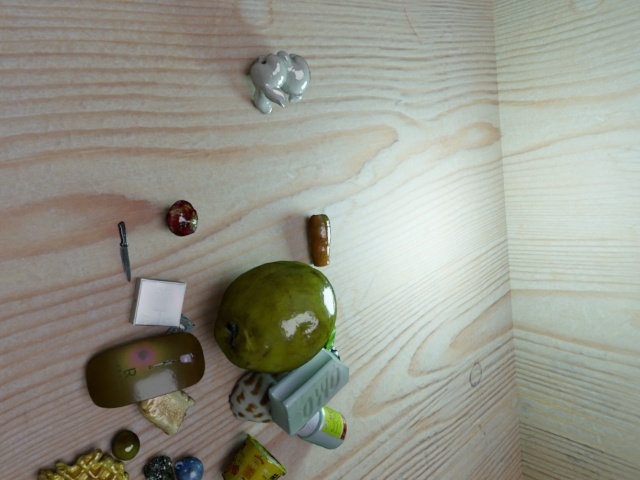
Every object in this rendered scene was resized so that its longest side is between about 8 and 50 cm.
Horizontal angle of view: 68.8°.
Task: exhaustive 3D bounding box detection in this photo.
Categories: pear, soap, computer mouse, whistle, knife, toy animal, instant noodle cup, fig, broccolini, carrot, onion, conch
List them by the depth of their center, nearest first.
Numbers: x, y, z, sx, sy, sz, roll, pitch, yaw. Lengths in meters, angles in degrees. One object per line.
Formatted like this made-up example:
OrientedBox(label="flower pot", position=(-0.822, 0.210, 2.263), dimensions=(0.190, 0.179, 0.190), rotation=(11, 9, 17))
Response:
OrientedBox(label="computer mouse", position=(-0.469, 0.351, 1.282), dimensions=(0.310, 0.072, 0.158), rotation=(-8, 76, -31))
OrientedBox(label="knife", position=(-0.537, 0.032, 1.285), dimensions=(0.023, 0.010, 0.170), rotation=(-13, 104, -40))
OrientedBox(label="fig", position=(-0.537, 0.575, 1.296), dimensions=(0.074, 0.074, 0.088), rotation=(-29, 131, -36))
OrientedBox(label="onion", position=(-0.401, -0.062, 1.347), dimensions=(0.107, 0.097, 0.107), rotation=(-1, 90, -80))
OrientedBox(label="broccolini", position=(-0.449, 0.724, 1.389), dimensions=(0.091, 0.068, 0.203), rotation=(-54, 128, -48))
OrientedBox(label="whistle", position=(-0.388, 0.715, 1.429), dimensions=(0.090, 0.090, 0.158), rotation=(-54, 125, -24))
OrientedBox(label="pear", position=(-0.127, 0.235, 1.446), dimensions=(0.413, 0.351, 0.352), rotation=(-34, 115, -42))
OrientedBox(label="soap", position=(-0.030, 0.466, 1.491), dimensions=(0.289, 0.095, 0.173), rotation=(-33, 135, -37))
OrientedBox(label="toy animal", position=(-0.131, -0.519, 1.519), dimensions=(0.193, 0.127, 0.179), rotation=(-33, 116, -37))
OrientedBox(label="instant noodle cup", position=(-0.222, 0.753, 1.527), dimensions=(0.144, 0.182, 0.182), rotation=(-47, 122, -18))
OrientedBox(label="conch", position=(-0.157, 0.510, 1.570), dimensions=(0.275, 0.148, 0.183), rotation=(-43, 124, -28))
OrientedBox(label="carrot", position=(0.000, 0.000, 1.708), dimensions=(0.087, 0.087, 0.194), rotation=(-10, 99, -40))

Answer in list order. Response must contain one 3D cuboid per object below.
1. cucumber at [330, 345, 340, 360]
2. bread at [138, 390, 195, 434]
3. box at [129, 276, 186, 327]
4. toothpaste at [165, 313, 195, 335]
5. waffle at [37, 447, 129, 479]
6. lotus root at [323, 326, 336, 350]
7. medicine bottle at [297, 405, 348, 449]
OrientedBox(label="cucumber", position=(0.006, 0.442, 1.761), dimensions=(0.192, 0.085, 0.116), rotation=(15, 86, -35))
OrientedBox(label="bread", position=(-0.446, 0.479, 1.355), dimensions=(0.119, 0.084, 0.177), rotation=(-52, 124, -27))
OrientedBox(label="box", position=(-0.461, 0.177, 1.331), dimensions=(0.130, 0.051, 0.130), rotation=(11, 86, -36))
OrientedBox(label="toothpaste", position=(-0.455, 0.311, 1.367), dimensions=(0.056, 0.036, 0.205), rotation=(48, 60, -18))
OrientedBox(label="waffle", position=(-0.635, 0.702, 1.225), dimensions=(0.283, 0.065, 0.310), rotation=(16, 80, -43))
OrientedBox(label="lotus root", position=(-0.011, 0.326, 1.691), dimensions=(0.186, 0.186, 0.186), rotation=(-4, 97, -41))
OrientedBox(label="medicine bottle", position=(-0.013, 0.673, 1.718), dimensions=(0.225, 0.139, 0.139), rotation=(38, 69, -37))
